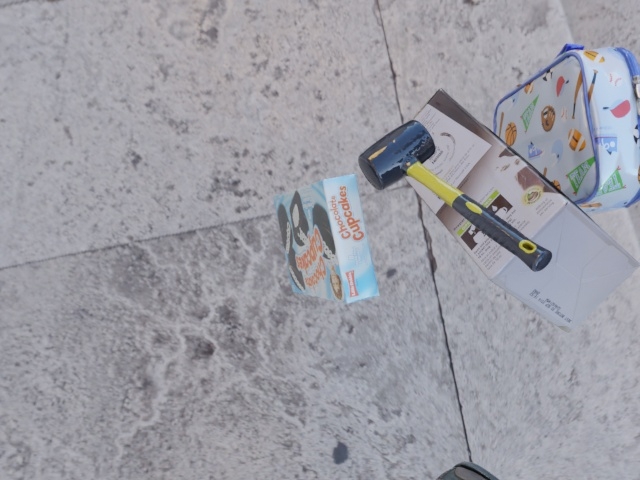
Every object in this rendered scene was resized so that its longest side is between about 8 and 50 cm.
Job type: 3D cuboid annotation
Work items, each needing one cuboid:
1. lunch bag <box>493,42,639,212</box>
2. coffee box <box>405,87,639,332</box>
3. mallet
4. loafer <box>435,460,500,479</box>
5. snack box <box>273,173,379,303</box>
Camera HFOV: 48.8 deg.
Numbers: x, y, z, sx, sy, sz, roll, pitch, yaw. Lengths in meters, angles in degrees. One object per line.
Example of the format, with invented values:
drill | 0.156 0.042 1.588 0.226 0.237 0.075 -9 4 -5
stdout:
lunch bag | 0.374 -0.157 1.069 0.114 0.303 0.243 -4 85 -13
coffee box | 0.222 -0.046 0.872 0.119 0.168 0.297 -49 37 15
mallet | 0.110 -0.039 0.549 0.062 0.039 0.189 -42 48 -15
loafer | 0.277 0.416 1.024 0.267 0.084 0.096 20 106 46
snack box | 0.000 0.000 1.182 0.060 0.322 0.187 -12 92 -17
